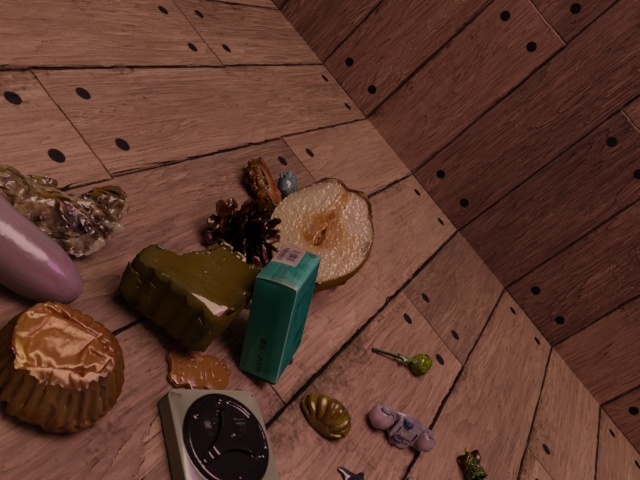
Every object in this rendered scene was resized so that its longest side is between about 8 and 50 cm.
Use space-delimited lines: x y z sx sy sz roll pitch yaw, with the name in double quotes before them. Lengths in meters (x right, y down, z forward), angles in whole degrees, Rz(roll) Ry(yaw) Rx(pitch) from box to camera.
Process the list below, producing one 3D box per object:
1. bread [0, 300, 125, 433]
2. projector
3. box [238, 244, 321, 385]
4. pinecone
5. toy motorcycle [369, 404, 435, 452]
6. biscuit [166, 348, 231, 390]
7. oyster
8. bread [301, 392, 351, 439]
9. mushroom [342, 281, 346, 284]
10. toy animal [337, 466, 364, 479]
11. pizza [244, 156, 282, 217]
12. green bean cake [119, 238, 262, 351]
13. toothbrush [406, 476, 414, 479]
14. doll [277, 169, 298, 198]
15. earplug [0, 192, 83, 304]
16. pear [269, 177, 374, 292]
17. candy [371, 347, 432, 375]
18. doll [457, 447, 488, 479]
"bread" -0.505 0.239 1.236 0.274 0.149 0.274 27 41 -26
"projector" -0.222 0.462 1.426 0.257 0.079 0.259 15 42 -44
"box" -0.108 0.194 1.664 0.118 0.311 0.205 19 29 12
"pinecone" -0.218 -0.024 1.880 0.201 0.202 0.229 29 17 38
"toy motorcycle" 0.250 0.574 1.940 0.254 0.112 0.112 34 33 -23
"biscuit" -0.297 0.325 1.541 0.184 0.027 0.133 31 33 -30
"oyster" -0.628 -0.087 1.478 0.351 0.115 0.238 28 35 -33
"bread" 0.029 0.484 1.736 0.157 0.094 0.083 53 24 -10
"mushroom" -0.011 0.032 2.218 0.312 0.081 0.100 56 29 15
"toy animal" 0.199 0.735 1.618 0.206 0.081 0.367 11 28 -34
"pizza" -0.197 -0.169 2.193 0.305 0.085 0.161 67 12 25
"green bean cake" -0.330 0.119 1.588 0.285 0.202 0.310 38 28 4
"toothbrush" 0.378 0.843 1.851 0.375 0.028 0.037 48 35 -2
"doll" -0.127 -0.205 2.355 0.180 0.075 0.120 -79 157 -79
"earplug" -0.631 0.031 1.310 0.301 0.172 0.172 44 29 -22
"pear" 0.000 0.000 2.082 0.340 0.191 0.386 32 66 10
"candy" 0.287 0.415 2.203 0.262 0.073 0.077 22 65 -29
"doll" 0.500 0.744 2.074 0.076 0.078 0.113 39 28 -72
